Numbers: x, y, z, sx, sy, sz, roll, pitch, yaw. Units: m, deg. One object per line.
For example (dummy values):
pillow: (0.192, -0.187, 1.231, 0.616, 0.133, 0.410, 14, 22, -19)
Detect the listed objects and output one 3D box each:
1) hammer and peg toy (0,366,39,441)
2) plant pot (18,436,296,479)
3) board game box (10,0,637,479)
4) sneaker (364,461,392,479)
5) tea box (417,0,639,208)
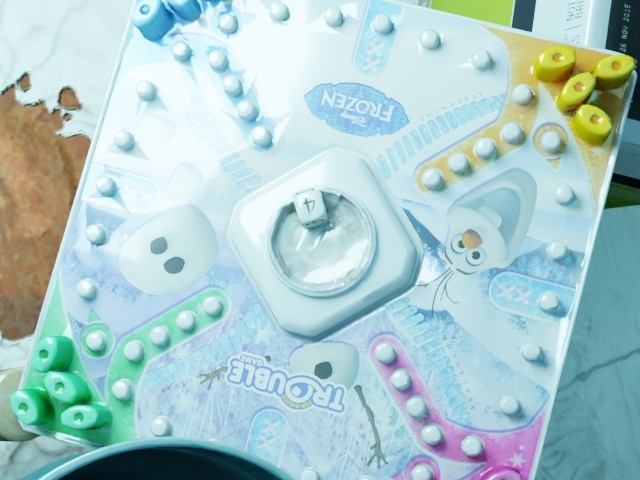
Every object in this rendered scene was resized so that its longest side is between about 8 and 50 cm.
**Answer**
hammer and peg toy: (-0.290, 0.291, 0.962, 0.266, 0.127, 0.361, -9, 88, -24)
plant pot: (-0.142, 0.262, 0.820, 0.271, 0.255, 0.272, 3, 83, -24)
board game box: (0.000, 0.000, 0.905, 0.390, 0.050, 0.390, 15, 84, 7)
sneaker: (0.076, 0.125, 1.068, 0.182, 0.158, 0.410, 53, 40, -29)
tea box: (0.248, -0.212, 1.121, 0.220, 0.323, 0.329, 12, 84, -23)
